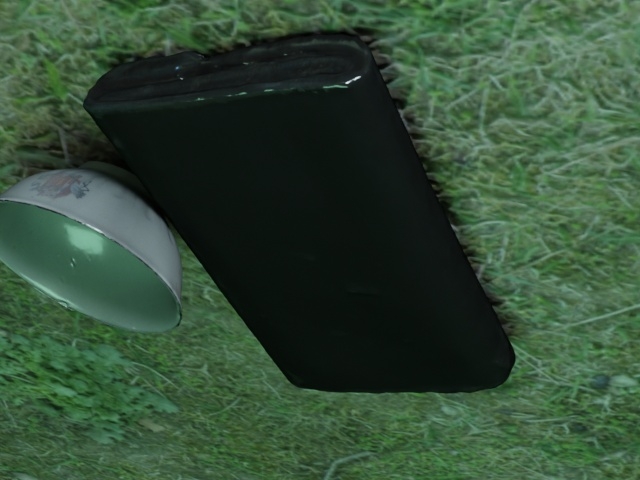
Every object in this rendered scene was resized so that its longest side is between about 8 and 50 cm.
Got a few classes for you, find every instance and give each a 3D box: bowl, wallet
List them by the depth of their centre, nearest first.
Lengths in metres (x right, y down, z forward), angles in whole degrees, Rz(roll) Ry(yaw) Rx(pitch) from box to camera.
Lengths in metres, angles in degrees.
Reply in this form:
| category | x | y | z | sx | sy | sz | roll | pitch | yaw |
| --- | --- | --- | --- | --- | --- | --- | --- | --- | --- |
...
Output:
| category | x | y | z | sx | sy | sz | roll | pitch | yaw |
| --- | --- | --- | --- | --- | --- | --- | --- | --- | --- |
| wallet | 0.000 | -0.001 | 1.083 | 0.228 | 0.062 | 0.406 | -2 | 142 | 24 |
| bowl | -0.181 | -0.009 | 1.104 | 0.189 | 0.086 | 0.189 | 20 | 154 | 10 |
